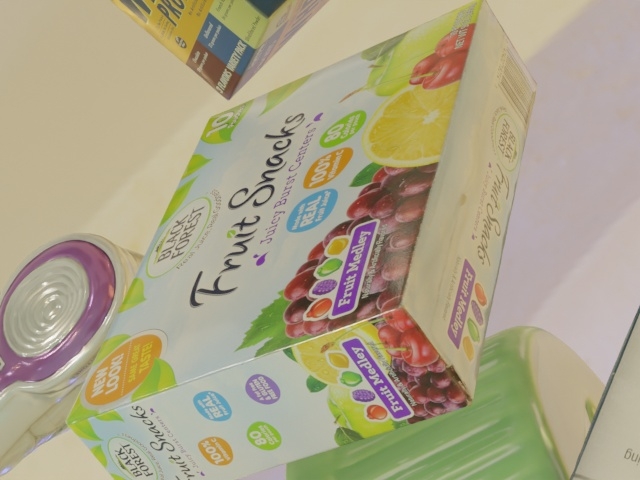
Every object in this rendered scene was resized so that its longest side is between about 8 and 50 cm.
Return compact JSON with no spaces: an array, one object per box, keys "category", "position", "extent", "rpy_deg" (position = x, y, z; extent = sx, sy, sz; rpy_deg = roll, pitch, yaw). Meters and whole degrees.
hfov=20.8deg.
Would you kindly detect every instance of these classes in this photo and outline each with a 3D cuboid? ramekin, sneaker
[{"category":"ramekin","position":[0.126,0.196,1.003],"extent":[0.148,0.303,0.303],"rpy_deg":[-32,-27,16]},{"category":"sneaker","position":[-0.203,0.113,1.209],"extent":[0.305,0.114,0.152],"rpy_deg":[-37,-25,24]}]

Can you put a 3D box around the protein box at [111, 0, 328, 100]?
[{"category":"protein box","position":[-0.074,-0.269,1.446],"extent":[0.201,0.200,0.136],"rpy_deg":[-48,-3,-29]}]

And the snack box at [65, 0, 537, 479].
[{"category":"snack box","position":[0.000,0.000,0.469],"extent":[0.100,0.141,0.037],"rpy_deg":[-22,-62,28]}]

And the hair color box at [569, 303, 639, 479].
[{"category":"hair color box","position":[0.207,0.128,0.787],"extent":[0.347,0.174,0.105],"rpy_deg":[-64,-26,-18]}]
